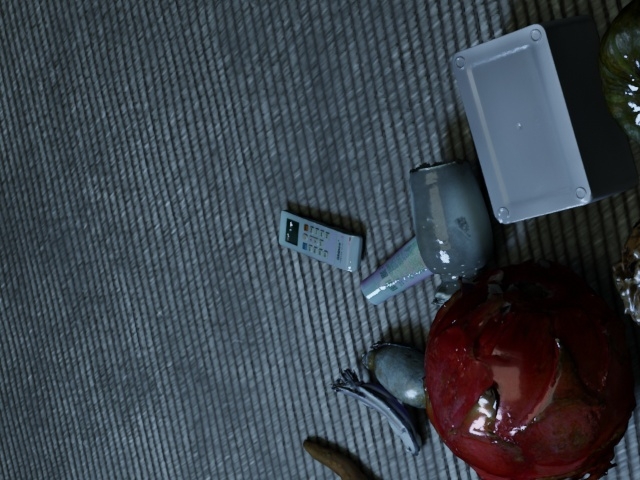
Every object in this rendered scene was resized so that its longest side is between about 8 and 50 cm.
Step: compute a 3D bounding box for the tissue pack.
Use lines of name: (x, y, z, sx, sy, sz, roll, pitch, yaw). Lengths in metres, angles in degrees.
tissue pack: (0.300, -0.162, 1.710, 0.159, 0.136, 0.246, -14, 92, 40)

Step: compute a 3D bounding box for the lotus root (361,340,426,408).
lotus root: (0.133, 0.203, 1.977, 0.165, 0.088, 0.088, 32, 120, 37)

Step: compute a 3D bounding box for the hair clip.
hair clip: (0.094, 0.269, 2.020, 0.172, 0.049, 0.116, 37, 167, 23)

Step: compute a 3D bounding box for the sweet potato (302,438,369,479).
sweet potato: (0.044, 0.396, 2.128, 0.214, 0.050, 0.050, 42, 124, 28)

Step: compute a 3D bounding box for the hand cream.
hand cream: (0.139, 0.038, 1.960, 0.174, 0.047, 0.076, -38, 76, 30)

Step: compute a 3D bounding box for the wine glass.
wine glass: (0.193, -0.016, 1.851, 0.111, 0.111, 0.205, -7, 99, 40)

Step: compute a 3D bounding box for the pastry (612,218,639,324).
pastry: (0.454, 0.033, 1.550, 0.192, 0.275, 0.275, -10, 96, 11)

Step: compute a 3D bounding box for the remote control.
remote control: (0.000, 0.000, 2.069, 0.166, 0.029, 0.065, 21, 115, 39)

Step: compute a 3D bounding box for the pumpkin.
pumpkin: (0.449, -0.206, 1.562, 0.223, 0.157, 0.224, 28, 135, 31)

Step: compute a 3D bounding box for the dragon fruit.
dragon fruit: (0.285, 0.181, 1.721, 0.295, 0.295, 0.302, 23, 125, 33)
